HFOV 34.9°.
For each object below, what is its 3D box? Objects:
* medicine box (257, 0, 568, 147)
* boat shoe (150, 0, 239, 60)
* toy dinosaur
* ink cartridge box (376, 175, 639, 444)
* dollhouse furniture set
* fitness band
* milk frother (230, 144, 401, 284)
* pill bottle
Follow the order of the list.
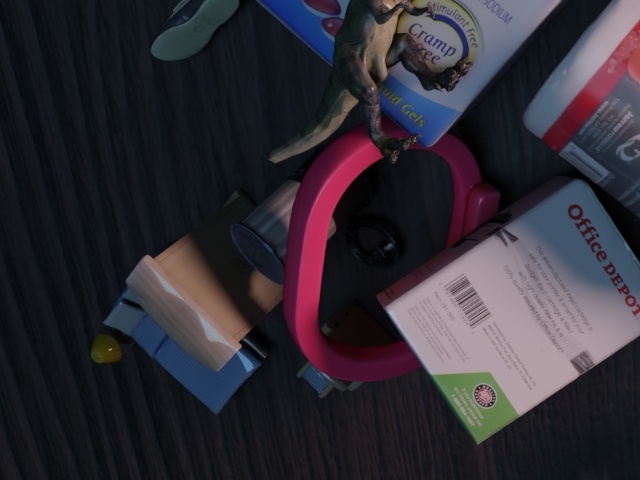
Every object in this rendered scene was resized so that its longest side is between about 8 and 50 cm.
[{"bbox_3d":[0.103,-0.279,0.875,0.263,0.149,0.289,42,128,4],"label":"medicine box"},{"bbox_3d":[-0.135,-0.241,1.094,0.137,0.049,0.043,-33,54,39],"label":"boat shoe"},{"bbox_3d":[0.048,-0.138,0.852,0.118,0.064,0.268,39,130,14],"label":"toy dinosaur"},{"bbox_3d":[0.189,0.061,0.974,0.219,0.092,0.160,-34,96,1],"label":"ink cartridge box"},{"bbox_3d":[-0.135,0.146,1.194,0.286,0.198,0.303,44,127,3],"label":"dollhouse furniture set"},{"bbox_3d":[0.067,0.013,1.024,0.054,0.209,0.290,-123,34,-54],"label":"fitness band"},{"bbox_3d":[0.000,0.000,1.082,0.143,0.135,0.129,43,161,9],"label":"milk frother"},{"bbox_3d":[0.341,-0.069,0.832,0.319,0.176,0.176,39,127,6],"label":"pill bottle"}]
